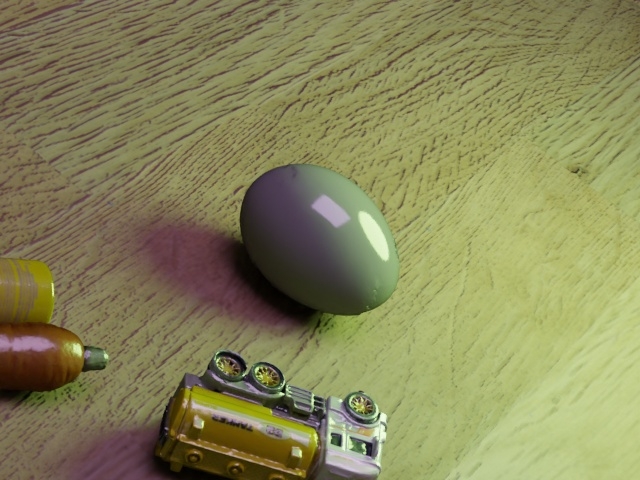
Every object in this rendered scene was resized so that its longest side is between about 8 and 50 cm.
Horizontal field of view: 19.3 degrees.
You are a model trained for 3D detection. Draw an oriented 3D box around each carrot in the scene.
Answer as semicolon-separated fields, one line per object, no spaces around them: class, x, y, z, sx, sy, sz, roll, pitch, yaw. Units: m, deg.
carrot;-0.357;0.104;1.763;0.336;0.069;0.069;5;41;-25

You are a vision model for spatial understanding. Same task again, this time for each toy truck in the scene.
toy truck;-0.049;0.196;1.844;0.227;0.098;0.114;18;39;-14

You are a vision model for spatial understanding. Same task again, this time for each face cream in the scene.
face cream;-0.391;0.047;1.785;0.273;0.078;0.078;5;41;-33

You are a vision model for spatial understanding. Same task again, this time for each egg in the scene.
egg;0.000;0.000;2.092;0.199;0.146;0.146;44;35;8
